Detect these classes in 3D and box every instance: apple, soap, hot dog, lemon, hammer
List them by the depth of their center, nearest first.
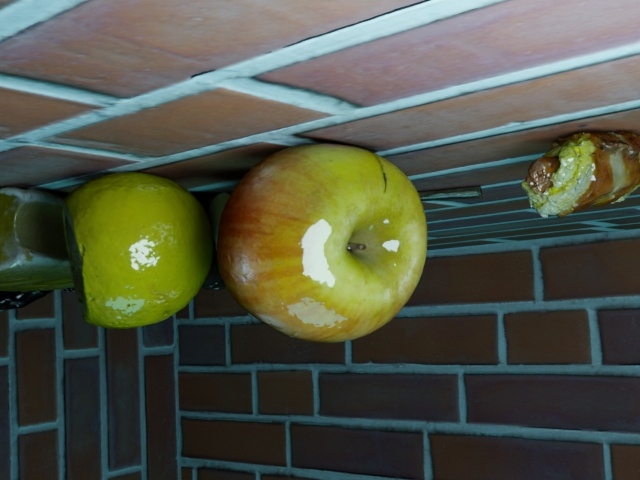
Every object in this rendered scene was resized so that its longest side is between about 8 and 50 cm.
[{"bbox_3d":[0.000,0.000,1.124,0.286,0.285,0.233,0,-179,-31],"label":"apple"},{"bbox_3d":[0.372,-0.101,1.147,0.213,0.103,0.146,-10,158,-32],"label":"hot dog"},{"bbox_3d":[-0.268,0.010,1.262,0.219,0.240,0.240,-11,179,-23],"label":"lemon"},{"bbox_3d":[-0.543,0.005,1.493,0.294,0.156,0.335,-5,172,16],"label":"soap"},{"bbox_3d":[0.166,-0.080,1.619,0.297,0.026,0.125,-5,174,22],"label":"hammer"}]

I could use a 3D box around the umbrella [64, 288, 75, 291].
[{"bbox_3d":[-0.537,0.030,1.749,0.272,0.122,0.110,14,147,50],"label":"umbrella"}]

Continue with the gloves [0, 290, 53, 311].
[{"bbox_3d":[-0.809,0.094,2.074,0.152,0.197,0.301,-21,165,41],"label":"gloves"}]

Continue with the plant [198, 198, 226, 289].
[{"bbox_3d":[-0.152,0.005,1.556,0.321,0.181,0.194,0,180,-11],"label":"plant"}]

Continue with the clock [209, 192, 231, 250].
[{"bbox_3d":[-0.015,-0.012,1.373,0.308,0.096,0.235,-17,138,-3],"label":"clock"}]
